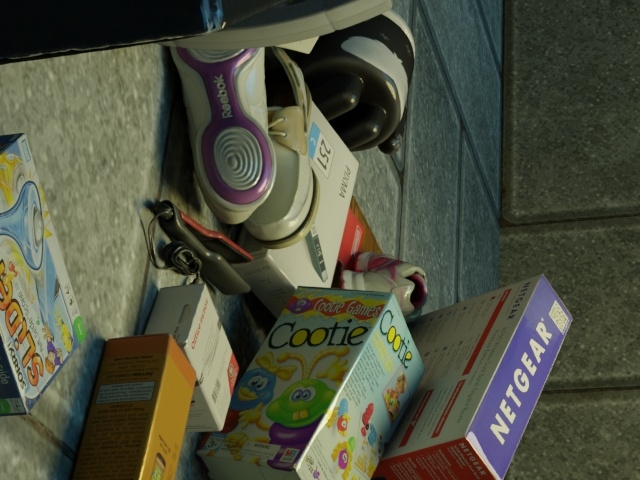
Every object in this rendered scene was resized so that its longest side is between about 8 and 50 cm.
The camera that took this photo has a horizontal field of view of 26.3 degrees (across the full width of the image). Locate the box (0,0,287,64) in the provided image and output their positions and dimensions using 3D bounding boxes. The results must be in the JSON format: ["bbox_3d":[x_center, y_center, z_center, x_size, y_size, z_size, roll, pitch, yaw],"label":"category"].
[{"bbox_3d":[-0.176,-0.413,1.119,0.480,0.297,0.471,-48,129,-68],"label":"box"}]

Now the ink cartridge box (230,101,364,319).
[{"bbox_3d":[0.000,0.000,1.869,0.261,0.066,0.296,52,37,-36],"label":"ink cartridge box"}]

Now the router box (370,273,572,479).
[{"bbox_3d":[0.143,0.209,1.788,0.082,0.301,0.335,54,40,-16],"label":"router box"}]

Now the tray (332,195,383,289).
[{"bbox_3d":[0.034,0.161,2.042,0.203,0.076,0.411,60,29,-55],"label":"tray"}]

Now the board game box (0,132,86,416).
[{"bbox_3d":[-0.263,0.027,1.157,0.136,0.035,0.201,-64,145,-60],"label":"board game box"}]

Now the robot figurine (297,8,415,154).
[{"bbox_3d":[0.047,-0.242,2.038,0.278,0.174,0.209,-74,171,-50],"label":"robot figurine"}]

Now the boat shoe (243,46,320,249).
[{"bbox_3d":[-0.067,-0.125,1.744,0.103,0.113,0.302,65,15,-46],"label":"boat shoe"}]

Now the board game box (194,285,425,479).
[{"bbox_3d":[-0.005,0.202,1.640,0.275,0.142,0.144,-58,138,-37],"label":"board game box"}]

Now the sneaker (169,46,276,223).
[{"bbox_3d":[-0.121,-0.164,1.618,0.152,0.114,0.305,117,-30,-71],"label":"sneaker"}]

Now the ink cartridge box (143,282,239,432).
[{"bbox_3d":[-0.141,0.128,1.494,0.099,0.056,0.135,-76,155,-48],"label":"ink cartridge box"}]

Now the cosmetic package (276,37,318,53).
[{"bbox_3d":[0.009,-0.453,1.625,0.377,0.097,0.284,124,-27,-49],"label":"cosmetic package"}]

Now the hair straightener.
[{"bbox_3d":[-0.136,0.021,1.558,0.230,0.047,0.089,50,38,-62],"label":"hair straightener"}]

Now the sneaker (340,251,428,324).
[{"bbox_3d":[0.100,0.076,1.941,0.252,0.111,0.103,-42,132,-75],"label":"sneaker"}]

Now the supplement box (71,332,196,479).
[{"bbox_3d":[-0.182,0.205,1.305,0.078,0.080,0.233,65,24,-46],"label":"supplement box"}]

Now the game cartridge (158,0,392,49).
[{"bbox_3d":[-0.070,-0.298,1.440,0.060,0.294,0.196,46,42,-69],"label":"game cartridge"}]
